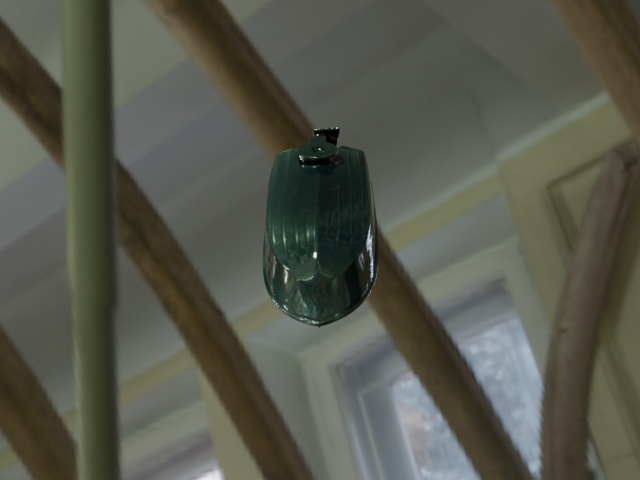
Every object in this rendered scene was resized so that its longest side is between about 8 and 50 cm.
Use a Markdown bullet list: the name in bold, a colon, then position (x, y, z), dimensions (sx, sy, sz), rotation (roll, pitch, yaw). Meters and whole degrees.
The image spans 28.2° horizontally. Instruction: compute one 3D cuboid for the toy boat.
- **toy boat**: position (0.000, 0.000, 0.606), dimensions (0.055, 0.141, 0.060), rotation (-2, -62, 2)
